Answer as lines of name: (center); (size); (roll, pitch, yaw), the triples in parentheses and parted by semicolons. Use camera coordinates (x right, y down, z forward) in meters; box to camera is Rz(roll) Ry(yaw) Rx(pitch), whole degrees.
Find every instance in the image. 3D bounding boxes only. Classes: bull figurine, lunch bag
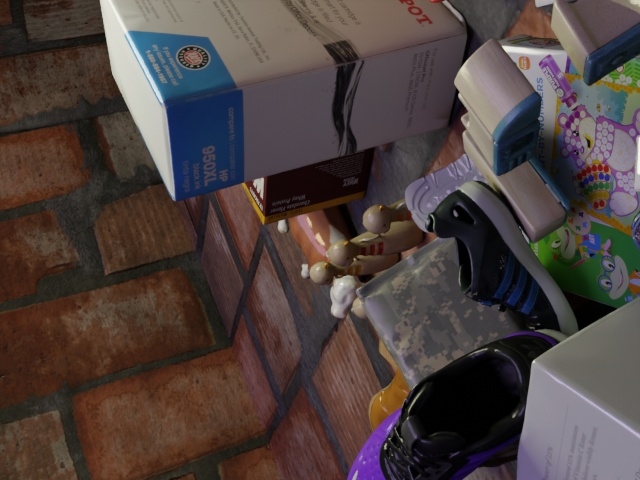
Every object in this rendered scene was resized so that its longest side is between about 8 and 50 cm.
bull figurine: (0.000, 0.000, 1.551); (0.188, 0.101, 0.310); (131, 121, -69)
lunch bag: (0.201, 0.139, 0.998); (0.235, 0.169, 0.287); (61, -166, 23)

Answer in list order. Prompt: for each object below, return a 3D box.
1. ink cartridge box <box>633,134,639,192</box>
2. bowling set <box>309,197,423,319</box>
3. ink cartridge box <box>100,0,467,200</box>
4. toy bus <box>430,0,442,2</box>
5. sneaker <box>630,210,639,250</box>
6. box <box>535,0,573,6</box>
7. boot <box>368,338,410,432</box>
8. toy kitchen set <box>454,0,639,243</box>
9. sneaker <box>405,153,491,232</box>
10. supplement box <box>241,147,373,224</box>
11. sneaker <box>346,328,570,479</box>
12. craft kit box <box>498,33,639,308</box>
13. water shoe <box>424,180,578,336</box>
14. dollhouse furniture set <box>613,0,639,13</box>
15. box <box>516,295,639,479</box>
ink cartridge box: (0.332, -0.054, 0.476); (0.208, 0.207, 0.045); (-170, 76, -68)
bowling set: (0.105, 0.064, 1.242); (0.287, 0.154, 0.199); (118, 133, -63)
ink cartridge box: (-0.053, -0.244, 1.089); (0.166, 0.395, 0.285); (94, 153, -48)
toy bus: (0.102, -0.349, 0.871); (0.149, 0.220, 0.211); (36, 143, 53)
sneaker: (0.335, 0.037, 0.634); (0.221, 0.087, 0.083); (37, 128, 31)
box: (0.271, -0.326, 0.656); (0.322, 0.059, 0.232); (12, 116, 66)
boot: (0.171, 0.288, 1.316); (0.211, 0.104, 0.295); (42, 144, 50)
toy kitchen set: (0.223, -0.110, 0.724); (0.122, 0.166, 0.207); (58, -176, 17)
sneaker: (0.208, -0.075, 0.980); (0.235, 0.095, 0.090); (-11, 98, 50)
supplement box: (-0.026, -0.156, 1.373); (0.194, 0.192, 0.129); (97, 150, -48)
sneaker: (0.105, 0.182, 0.786); (0.293, 0.146, 0.102); (-46, 63, 22)
craft kit box: (0.272, -0.061, 0.786); (0.247, 0.061, 0.249); (23, 127, 52)
water shoe: (0.176, 0.037, 0.824); (0.203, 0.080, 0.073); (55, 179, -12)
dollhouse furniture set: (0.279, -0.187, 0.483); (0.183, 0.129, 0.129); (48, 147, 44)
box: (0.338, 0.227, 0.646); (0.345, 0.168, 0.214); (35, 138, 44)
